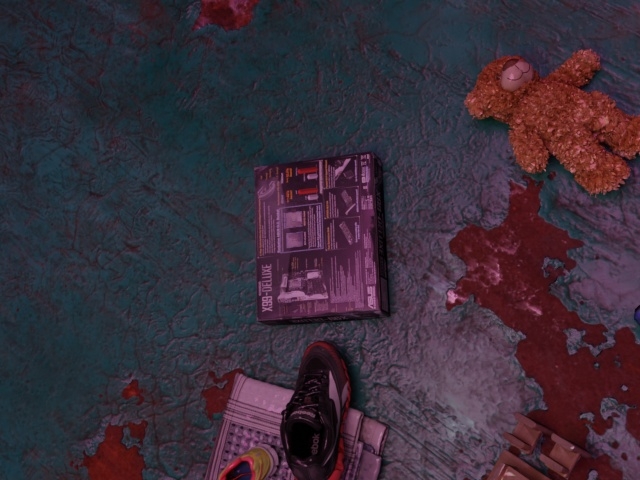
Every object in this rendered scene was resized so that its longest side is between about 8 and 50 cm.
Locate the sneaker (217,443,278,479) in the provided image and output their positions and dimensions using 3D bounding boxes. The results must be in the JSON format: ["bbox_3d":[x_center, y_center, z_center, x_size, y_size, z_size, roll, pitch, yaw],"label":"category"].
[{"bbox_3d":[-0.166,0.452,1.586,0.081,0.094,0.208,36,97,20],"label":"sneaker"}]

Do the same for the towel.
[{"bbox_3d":[-0.059,0.433,1.619,0.324,0.056,0.312,15,84,20],"label":"towel"}]

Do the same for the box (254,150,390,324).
[{"bbox_3d":[0.000,0.000,1.674,0.242,0.076,0.307,-7,77,18],"label":"box"}]

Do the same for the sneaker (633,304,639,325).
[{"bbox_3d":[0.594,0.245,1.395,0.147,0.130,0.330,-33,71,7],"label":"sneaker"}]

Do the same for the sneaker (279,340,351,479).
[{"bbox_3d":[-0.009,0.290,1.528,0.097,0.135,0.276,-5,58,17],"label":"sneaker"}]

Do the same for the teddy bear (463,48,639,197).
[{"bbox_3d":[0.422,-0.223,1.558,0.245,0.113,0.338,-37,70,6],"label":"teddy bear"}]

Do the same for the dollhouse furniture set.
[{"bbox_3d":[0.388,0.439,1.446,0.242,0.161,0.212,29,89,44],"label":"dollhouse furniture set"}]
